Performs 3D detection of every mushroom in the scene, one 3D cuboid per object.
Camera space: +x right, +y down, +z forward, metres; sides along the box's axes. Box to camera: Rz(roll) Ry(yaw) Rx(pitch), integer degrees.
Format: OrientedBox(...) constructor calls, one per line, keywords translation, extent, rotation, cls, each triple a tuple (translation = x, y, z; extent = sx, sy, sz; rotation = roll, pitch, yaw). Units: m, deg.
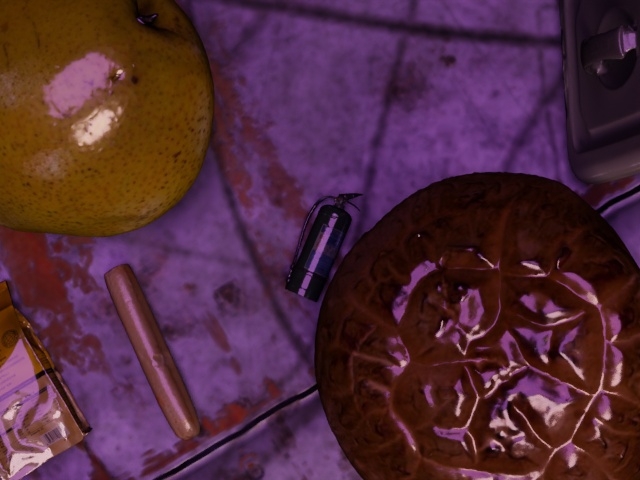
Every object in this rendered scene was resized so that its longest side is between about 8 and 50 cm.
OrientedBox(translation=(0.115, 0.079, 1.272), extent=(0.253, 0.153, 0.253), rotation=(0, 90, 14), cls="mushroom")

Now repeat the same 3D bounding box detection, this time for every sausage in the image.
OrientedBox(translation=(-0.119, 0.079, 1.347), extent=(0.024, 0.024, 0.132), rotation=(-25, 84, 2), cls="sausage")

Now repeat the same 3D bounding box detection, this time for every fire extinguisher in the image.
OrientedBox(translation=(0.000, 0.000, 1.343), extent=(0.038, 0.025, 0.083), rotation=(24, 89, 28), cls="fire extinguisher")

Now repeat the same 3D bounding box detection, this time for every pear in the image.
OrientedBox(translation=(-0.165, -0.095, 1.286), extent=(0.198, 0.198, 0.198), rotation=(0, 87, 4), cls="pear")

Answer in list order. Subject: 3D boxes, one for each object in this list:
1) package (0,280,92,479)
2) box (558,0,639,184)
OrientedBox(translation=(-0.222, 0.099, 1.341), extent=(0.071, 0.047, 0.131), rotation=(-29, 87, 5), cls="package")
OrientedBox(translation=(0.234, -0.126, 1.240), extent=(0.130, 0.227, 0.162), rotation=(-2, 86, -11), cls="box")
